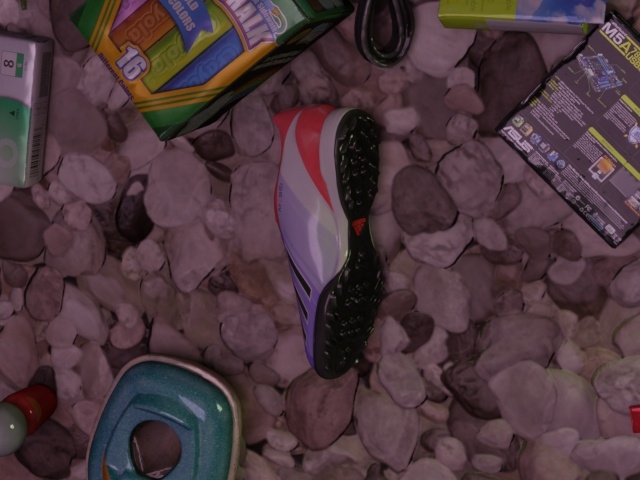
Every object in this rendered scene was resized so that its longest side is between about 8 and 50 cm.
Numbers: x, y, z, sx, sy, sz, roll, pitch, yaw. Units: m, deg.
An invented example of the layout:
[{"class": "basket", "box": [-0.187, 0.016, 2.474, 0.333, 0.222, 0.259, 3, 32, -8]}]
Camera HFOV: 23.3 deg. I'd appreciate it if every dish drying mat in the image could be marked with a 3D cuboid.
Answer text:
[{"class": "dish drying mat", "box": [0.391, 0.198, 1.744, 0.083, 0.008, 0.032, -9, 98, 19]}]

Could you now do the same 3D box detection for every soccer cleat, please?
[{"class": "soccer cleat", "box": [0.000, 0.000, 1.783, 0.116, 0.109, 0.318, 11, 107, 36]}]

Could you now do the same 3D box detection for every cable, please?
[{"class": "cable", "box": [0.081, -0.327, 1.669, 0.072, 0.139, 0.287, 29, 110, 53]}]

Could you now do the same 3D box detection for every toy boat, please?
[{"class": "toy boat", "box": [-0.258, 0.254, 1.879, 0.318, 0.148, 0.267, 16, 106, 13]}]

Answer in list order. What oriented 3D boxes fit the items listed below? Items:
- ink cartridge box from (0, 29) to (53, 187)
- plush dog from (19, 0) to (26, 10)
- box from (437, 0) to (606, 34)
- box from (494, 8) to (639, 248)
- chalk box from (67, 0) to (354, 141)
[{"class": "ink cartridge box", "box": [-0.442, -0.173, 1.897, 0.225, 0.056, 0.181, 10, 104, 13]}, {"class": "plush dog", "box": [-0.236, -0.364, 1.626, 0.225, 0.210, 0.262, -8, 60, 22]}, {"class": "box", "box": [0.221, -0.279, 1.660, 0.178, 0.042, 0.109, 6, 81, 16]}, {"class": "box", "box": [0.318, -0.120, 1.681, 0.191, 0.045, 0.184, 45, 108, 5]}, {"class": "chalk box", "box": [-0.094, -0.271, 1.703, 0.289, 0.180, 0.179, -37, 89, 19]}]
